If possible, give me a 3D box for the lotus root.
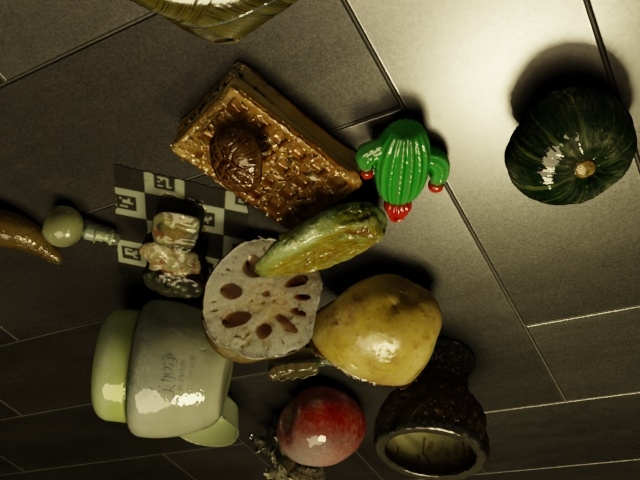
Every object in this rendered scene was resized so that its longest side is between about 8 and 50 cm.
[{"bbox_3d":[-0.129,0.145,1.634,0.272,0.272,0.192,14,158,-3],"label":"lotus root"}]

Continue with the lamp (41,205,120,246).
[{"bbox_3d":[-0.519,-0.020,1.647,0.163,0.091,0.091,15,139,-17],"label":"lamp"}]

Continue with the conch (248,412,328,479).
[{"bbox_3d":[-0.091,0.633,2.158,0.186,0.241,0.313,-16,120,10],"label":"conch"}]

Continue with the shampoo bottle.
[{"bbox_3d":[-0.365,0.304,1.789,0.317,0.323,0.323,7,139,-8],"label":"shampoo bottle"}]

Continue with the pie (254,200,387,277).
[{"bbox_3d":[0.000,0.000,1.456,0.276,0.079,0.277,-17,166,-4],"label":"pie"}]

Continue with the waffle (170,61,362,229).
[{"bbox_3d":[-0.094,-0.158,1.389,0.308,0.091,0.212,34,133,-24],"label":"waffle"}]

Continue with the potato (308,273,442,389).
[{"bbox_3d":[0.138,0.179,1.630,0.285,0.243,0.242,28,137,-5],"label":"potato"}]

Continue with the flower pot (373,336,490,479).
[{"bbox_3d":[0.267,0.386,1.775,0.266,0.267,0.267,8,139,6],"label":"flower pot"}]

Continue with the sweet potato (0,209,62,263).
[{"bbox_3d":[-0.734,-0.023,1.683,0.309,0.098,0.124,13,159,-4],"label":"sweet potato"}]

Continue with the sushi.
[{"bbox_3d":[-0.317,0.031,1.641,0.296,0.100,0.373,13,139,-2],"label":"sushi"}]

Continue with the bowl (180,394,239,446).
[{"bbox_3d":[-0.322,0.485,2.135,0.211,0.112,0.211,6,139,5],"label":"bowl"}]

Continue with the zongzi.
[{"bbox_3d":[-0.138,-0.386,1.027,0.286,0.139,0.300,-23,169,31],"label":"zongzi"}]

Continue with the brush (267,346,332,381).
[{"bbox_3d":[0.014,0.303,1.889,0.300,0.084,0.071,-7,134,12],"label":"brush"}]

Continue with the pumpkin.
[{"bbox_3d":[0.406,-0.155,1.235,0.211,0.152,0.212,-6,122,-9],"label":"pumpkin"}]

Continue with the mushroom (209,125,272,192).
[{"bbox_3d":[-0.141,-0.138,1.293,0.109,0.085,0.126,4,129,9],"label":"mushroom"}]

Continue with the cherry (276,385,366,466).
[{"bbox_3d":[0.011,0.504,2.009,0.239,0.206,0.239,5,125,7],"label":"cherry"}]

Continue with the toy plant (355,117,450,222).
[{"bbox_3d":[0.159,-0.123,1.375,0.154,0.088,0.240,-23,140,15],"label":"toy plant"}]
